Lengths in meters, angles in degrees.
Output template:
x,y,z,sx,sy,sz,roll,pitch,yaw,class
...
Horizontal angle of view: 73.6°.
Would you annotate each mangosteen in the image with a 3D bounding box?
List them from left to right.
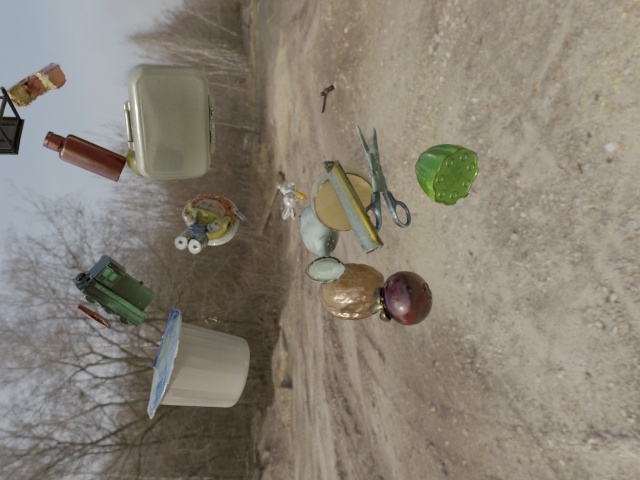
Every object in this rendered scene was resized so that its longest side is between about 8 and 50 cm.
x,y,z,sx,sy,sz,roll,pitch,yaw,class
0.307,0.232,1.675,0.257,0.215,0.215,-20,60,29,mangosteen

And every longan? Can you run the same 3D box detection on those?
x,y,z,sx,sy,sz,roll,pitch,yaw,class
-0.634,-0.314,1.572,0.176,0.144,0.155,104,177,-59,longan

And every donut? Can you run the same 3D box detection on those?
x,y,z,sx,sy,sz,roll,pitch,yaw,class
-1.081,-0.594,1.635,0.085,0.232,0.199,61,-176,-37,donut

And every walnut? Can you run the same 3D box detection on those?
x,y,z,sx,sy,sz,roll,pitch,yaw,class
0.156,0.259,2.182,0.306,0.343,0.307,-4,-90,-88,walnut

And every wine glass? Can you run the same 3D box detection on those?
x,y,z,sx,sy,sz,roll,pitch,yaw,class
0.005,0.001,1.872,0.191,0.190,0.357,104,161,-47,wine glass

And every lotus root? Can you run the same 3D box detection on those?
x,y,z,sx,sy,sz,roll,pitch,yaw,class
0.351,-0.216,1.286,0.186,0.186,0.186,-179,90,-78,lotus root

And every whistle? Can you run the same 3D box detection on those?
x,y,z,sx,sy,sz,roll,pitch,yaw,class
0.093,-0.111,1.296,0.057,0.067,0.327,-44,64,45,whistle

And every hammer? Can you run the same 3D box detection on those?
x,y,z,sx,sy,sz,roll,pitch,yaw,class
0.021,-0.557,1.713,0.021,0.065,0.178,51,170,8,hammer

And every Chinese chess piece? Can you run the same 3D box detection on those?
x,y,z,sx,sy,sz,roll,pitch,yaw,class
0.087,-0.160,1.641,0.104,0.256,0.258,-106,21,-61,Chinese chess piece

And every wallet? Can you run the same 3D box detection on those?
x,y,z,sx,sy,sz,roll,pitch,yaw,class
-0.657,0.215,1.232,0.196,0.103,0.020,-9,46,60,wallet

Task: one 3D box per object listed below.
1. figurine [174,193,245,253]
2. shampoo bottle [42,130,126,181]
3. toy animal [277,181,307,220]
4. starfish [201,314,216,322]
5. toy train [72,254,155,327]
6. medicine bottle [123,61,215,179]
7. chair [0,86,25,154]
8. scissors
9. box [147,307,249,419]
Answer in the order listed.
x,y,z,sx,sy,sz,roll,pitch,yaw,class
-0.480,-0.052,1.697,0.382,0.224,0.205,-48,-23,-63,figurine
-0.845,-0.307,1.540,0.102,0.260,0.064,-64,27,7,shampoo bottle
-0.147,-0.205,2.227,0.127,0.130,0.182,129,129,-68,toy animal
-0.554,0.389,2.131,0.078,0.091,0.028,-8,-76,-61,starfish
-0.810,0.204,1.715,0.138,0.330,0.178,20,67,47,toy train
-0.499,-0.391,1.430,0.123,0.282,0.376,-127,37,-50,medicine bottle
-1.011,-0.330,1.324,0.260,0.141,0.155,115,150,-60,chair
0.195,-0.213,1.474,0.029,0.255,0.384,-12,93,49,scissors
-0.315,0.319,1.132,0.263,0.206,0.291,-60,26,23,box
